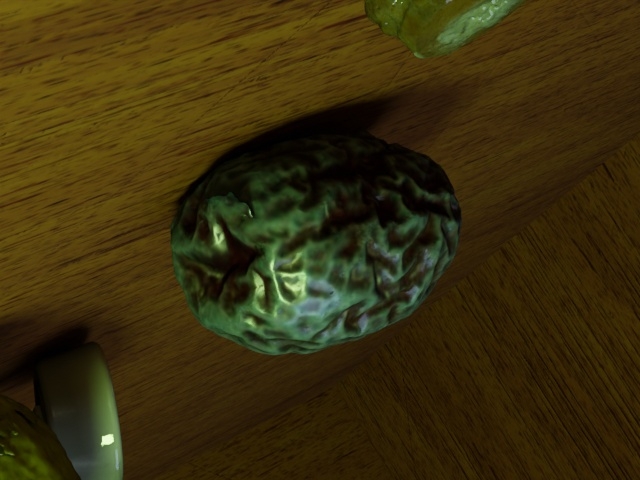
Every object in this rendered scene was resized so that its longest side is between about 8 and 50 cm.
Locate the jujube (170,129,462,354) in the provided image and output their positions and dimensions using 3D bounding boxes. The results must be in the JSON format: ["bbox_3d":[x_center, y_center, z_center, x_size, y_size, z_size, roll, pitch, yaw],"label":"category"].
[{"bbox_3d":[0.000,0.000,1.407,0.226,0.226,0.317,-39,161,33],"label":"jujube"}]

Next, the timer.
[{"bbox_3d":[-0.370,0.221,1.609,0.266,0.175,0.175,-8,162,-16],"label":"timer"}]

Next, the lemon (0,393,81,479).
[{"bbox_3d":[-0.380,0.320,1.362,0.349,0.387,0.350,-18,-177,1],"label":"lemon"}]

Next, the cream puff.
[{"bbox_3d":[0.094,-0.202,1.024,0.144,0.103,0.126,-36,163,22],"label":"cream puff"}]
